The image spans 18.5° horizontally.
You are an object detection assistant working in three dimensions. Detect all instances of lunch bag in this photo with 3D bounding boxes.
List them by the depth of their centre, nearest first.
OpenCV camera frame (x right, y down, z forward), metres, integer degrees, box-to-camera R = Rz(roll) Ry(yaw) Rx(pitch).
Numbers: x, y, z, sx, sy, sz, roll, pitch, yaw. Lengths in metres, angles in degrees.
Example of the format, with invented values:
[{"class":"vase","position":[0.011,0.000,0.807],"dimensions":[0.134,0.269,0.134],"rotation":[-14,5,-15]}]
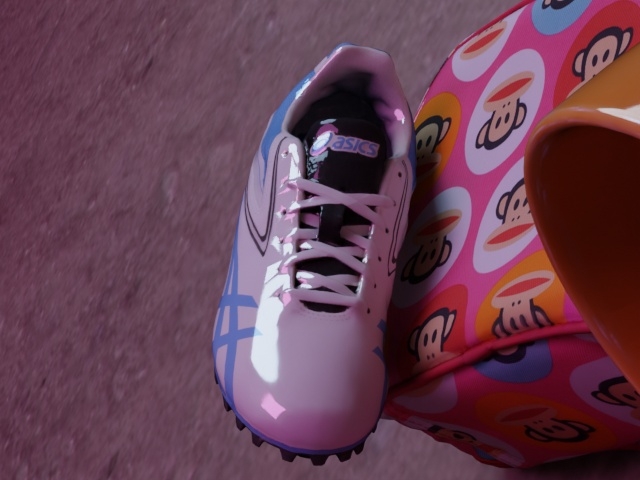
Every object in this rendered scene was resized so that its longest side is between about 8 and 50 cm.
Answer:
[{"class":"lunch bag","position":[0.136,-0.037,0.905],"dimensions":[0.293,0.120,0.258],"rotation":[-22,48,58]}]

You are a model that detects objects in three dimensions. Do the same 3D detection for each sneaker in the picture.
[{"class":"sneaker","position":[0.000,0.000,0.902],"dimensions":[0.237,0.085,0.086],"rotation":[-83,2,-46]}]

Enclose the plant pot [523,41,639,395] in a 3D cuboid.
[{"class":"plant pot","position":[0.204,-0.017,0.649],"dimensions":[0.188,0.205,0.205],"rotation":[-40,20,-14]}]
